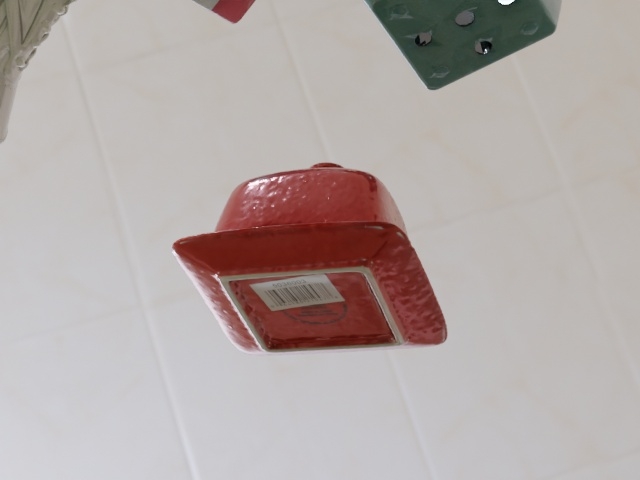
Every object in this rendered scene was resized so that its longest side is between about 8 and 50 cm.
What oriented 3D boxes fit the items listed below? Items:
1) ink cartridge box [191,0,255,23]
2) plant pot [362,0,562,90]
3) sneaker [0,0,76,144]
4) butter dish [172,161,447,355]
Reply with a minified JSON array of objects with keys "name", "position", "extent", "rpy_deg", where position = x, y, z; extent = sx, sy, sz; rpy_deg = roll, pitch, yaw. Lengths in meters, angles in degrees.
[{"name":"ink cartridge box","position":[-0.116,-0.278,1.269],"extent":[0.127,0.128,0.176],"rpy_deg":[-52,-32,12]},{"name":"plant pot","position":[0.085,-0.239,1.194],"extent":[0.165,0.234,0.165],"rpy_deg":[-25,-42,16]},{"name":"sneaker","position":[-0.186,-0.158,1.009],"extent":[0.115,0.090,0.232],"rpy_deg":[8,-64,-6]},{"name":"butter dish","position":[0.000,0.000,1.097],"extent":[0.160,0.118,0.160],"rpy_deg":[-4,-34,17]}]
